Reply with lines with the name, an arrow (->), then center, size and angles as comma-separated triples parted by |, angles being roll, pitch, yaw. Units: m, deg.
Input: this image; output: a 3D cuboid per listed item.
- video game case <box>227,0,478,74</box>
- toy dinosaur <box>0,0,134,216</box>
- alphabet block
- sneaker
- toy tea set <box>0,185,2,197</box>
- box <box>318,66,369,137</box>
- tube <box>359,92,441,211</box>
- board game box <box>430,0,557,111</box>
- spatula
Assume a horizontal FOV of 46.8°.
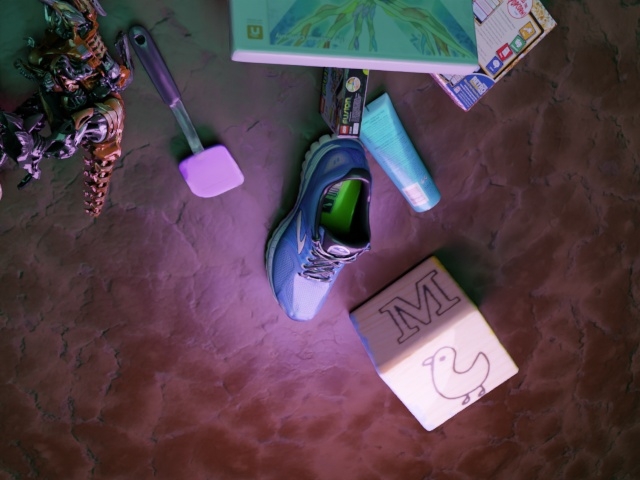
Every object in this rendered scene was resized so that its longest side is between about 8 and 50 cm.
video game case -> 0.040, -0.369, 0.966 | 0.329, 0.036, 0.299 | 0, 79, -17
toy dinosaur -> -0.336, -0.175, 0.997 | 0.218, 0.164, 0.321 | -30, 113, -35
alphabet block -> 0.198, 0.181, 1.324 | 0.197, 0.193, 0.192 | -36, 123, 5
sneaker -> 0.000, 0.000, 1.192 | 0.130, 0.147, 0.329 | 6, 119, -19
toy tea set -> -0.574, -0.142, 0.958 | 0.336, 0.124, 0.200 | 24, 109, -26
box -> 0.039, -0.266, 1.079 | 0.036, 0.114, 0.206 | -1, 117, -16
tube -> 0.127, -0.138, 1.216 | 0.080, 0.052, 0.207 | -35, 117, 4
board game box -> 0.250, -0.321, 1.151 | 0.193, 0.045, 0.147 | -43, 120, 9
spatula -> -0.207, -0.184, 1.099 | 0.084, 0.030, 0.296 | -25, 122, 0
